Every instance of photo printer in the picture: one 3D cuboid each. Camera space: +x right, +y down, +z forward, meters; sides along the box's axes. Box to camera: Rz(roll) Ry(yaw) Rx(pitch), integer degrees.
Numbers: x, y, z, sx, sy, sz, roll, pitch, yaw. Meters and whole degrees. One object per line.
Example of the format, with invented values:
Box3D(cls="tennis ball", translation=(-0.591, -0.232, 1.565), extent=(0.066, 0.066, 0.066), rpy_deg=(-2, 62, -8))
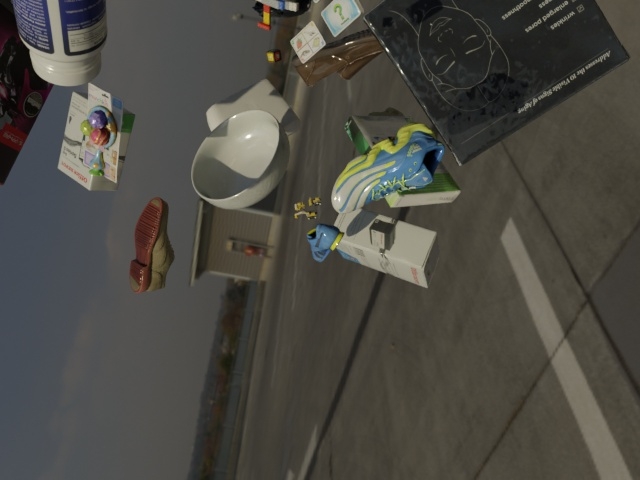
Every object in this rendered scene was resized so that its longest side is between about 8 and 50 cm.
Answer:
Box3D(cls="photo printer", translation=(-0.270, -0.465, 2.258), extent=(0.256, 0.307, 0.107), rpy_deg=(54, 163, 16))

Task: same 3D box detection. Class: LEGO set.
Box3D(cls="LEGO set", translation=(-0.056, -0.418, 1.038), extent=(0.060, 0.182, 0.244), rpy_deg=(-36, 8, -38))

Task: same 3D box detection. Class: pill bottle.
Box3D(cls="pill bottle", translation=(-0.457, -0.413, 1.022), extent=(0.264, 0.153, 0.153), rpy_deg=(115, 165, -52))

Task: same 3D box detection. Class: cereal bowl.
Box3D(cls="cereal bowl", translation=(-0.235, -0.238, 1.840), extent=(0.141, 0.339, 0.339), rpy_deg=(46, -136, -50))

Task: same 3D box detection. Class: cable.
Box3D(cls="cable", translation=(-0.112, -0.707, 1.689), extent=(0.047, 0.184, 0.150), rpy_deg=(63, -158, -59))

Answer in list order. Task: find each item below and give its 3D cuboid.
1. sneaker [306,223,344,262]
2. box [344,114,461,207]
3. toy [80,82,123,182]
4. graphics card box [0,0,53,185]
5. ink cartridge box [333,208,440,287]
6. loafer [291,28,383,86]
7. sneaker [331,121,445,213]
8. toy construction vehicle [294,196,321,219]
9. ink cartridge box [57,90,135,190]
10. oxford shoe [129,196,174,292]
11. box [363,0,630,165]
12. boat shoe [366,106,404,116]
Box3D(cls="sneaker", translation=(0.000, 0.000, 1.544), extent=(0.069, 0.082, 0.209), rpy_deg=(-62, 3, -19))
Box3D(cls="box", translation=(0.236, -0.238, 1.691), extent=(0.322, 0.232, 0.058), rpy_deg=(64, 144, 31))
Box3D(cls="toy", translation=(-0.596, -0.280, 1.547), extent=(0.056, 0.137, 0.237), rpy_deg=(-33, -35, -51))
Box3D(cls="graphics card box", translation=(-0.665, -0.315, 1.170), extent=(0.233, 0.094, 0.371), rpy_deg=(57, -125, -77))
Box3D(cls="ink cartridge box", translation=(0.209, 0.017, 1.826), extent=(0.129, 0.307, 0.223), rpy_deg=(-66, -21, -13))
Box3D(cls="loafer", translation=(0.092, -0.608, 1.938), extent=(0.134, 0.366, 0.130), rpy_deg=(-80, -26, -61))
Box3D(cls="sneaker", translation=(0.132, -0.126, 1.087), extent=(0.240, 0.091, 0.126), rpy_deg=(-44, 39, -3))
Box3D(cls="toy construction vehicle", translation=(-0.046, -0.120, 2.101), extent=(0.035, 0.098, 0.086), rpy_deg=(76, -172, -54))
Box3D(cls="ink cartridge box", translation=(-0.781, -0.341, 2.018), extent=(0.121, 0.211, 0.289), rpy_deg=(-8, -57, -55))
Box3D(cls="oxford shoe", translation=(-0.578, 0.015, 2.049), extent=(0.123, 0.130, 0.348), rpy_deg=(30, 110, 41))
Box3D(cls="box", translation=(0.453, -0.539, 1.558), extent=(0.480, 0.471, 0.297), rpy_deg=(-32, 6, 20))
Box3D(cls="boat shoe", translation=(0.206, -0.386, 1.947), extent=(0.233, 0.084, 0.079), rpy_deg=(-31, -22, -54))
